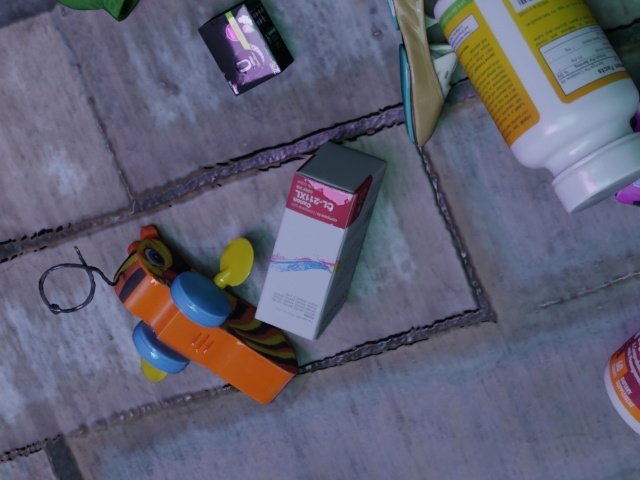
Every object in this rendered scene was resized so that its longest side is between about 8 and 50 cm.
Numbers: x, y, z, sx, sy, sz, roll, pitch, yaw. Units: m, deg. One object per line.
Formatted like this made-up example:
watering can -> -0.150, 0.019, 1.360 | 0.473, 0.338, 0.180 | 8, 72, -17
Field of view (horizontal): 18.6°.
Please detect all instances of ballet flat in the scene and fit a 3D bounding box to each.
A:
ballet flat -> 0.107, -0.210, 1.994 | 0.073, 0.080, 0.232 | -11, 107, 3

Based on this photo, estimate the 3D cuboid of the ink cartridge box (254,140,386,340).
ink cartridge box -> 0.000, 0.000, 2.065 | 0.072, 0.127, 0.175 | 20, 112, 9

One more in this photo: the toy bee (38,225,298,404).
toy bee -> -0.154, 0.052, 2.132 | 0.195, 0.162, 0.298 | -30, 124, 14

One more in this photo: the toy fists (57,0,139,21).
toy fists -> -0.216, -0.365, 2.017 | 0.142, 0.096, 0.279 | 31, 115, 4

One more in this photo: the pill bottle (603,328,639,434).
pill bottle -> 0.398, 0.103, 1.974 | 0.121, 0.121, 0.221 | 41, 126, -1

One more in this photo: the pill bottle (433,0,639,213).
pill bottle -> 0.226, -0.156, 1.911 | 0.136, 0.136, 0.245 | -33, 80, 23

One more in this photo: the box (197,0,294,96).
box -> -0.078, -0.206, 2.057 | 0.062, 0.052, 0.083 | -26, 101, 21

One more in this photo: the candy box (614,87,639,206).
candy box -> 0.396, -0.137, 1.939 | 0.159, 0.071, 0.233 | 15, 112, 10
